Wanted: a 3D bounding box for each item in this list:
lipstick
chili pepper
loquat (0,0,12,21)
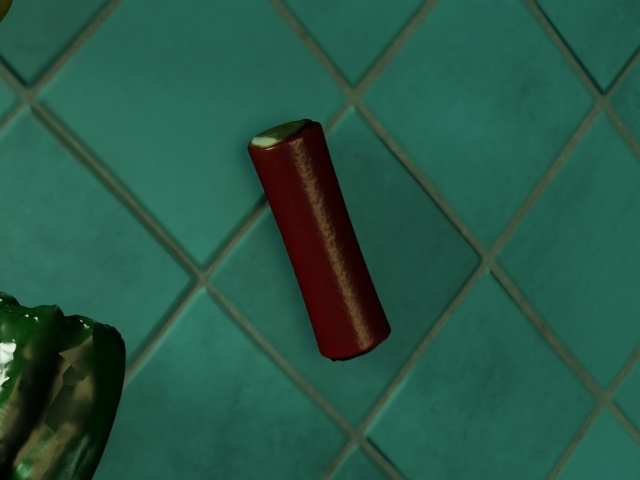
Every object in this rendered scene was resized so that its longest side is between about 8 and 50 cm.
[{"bbox_3d":[0.000,0.000,1.552,0.080,0.080,0.241,-28,108,-29],"label":"lipstick"},{"bbox_3d":[-0.271,0.177,1.340,0.174,0.165,0.261,30,78,-43],"label":"chili pepper"},{"bbox_3d":[-0.325,-0.227,1.313,0.137,0.113,0.137,3,79,-14],"label":"loquat"}]
